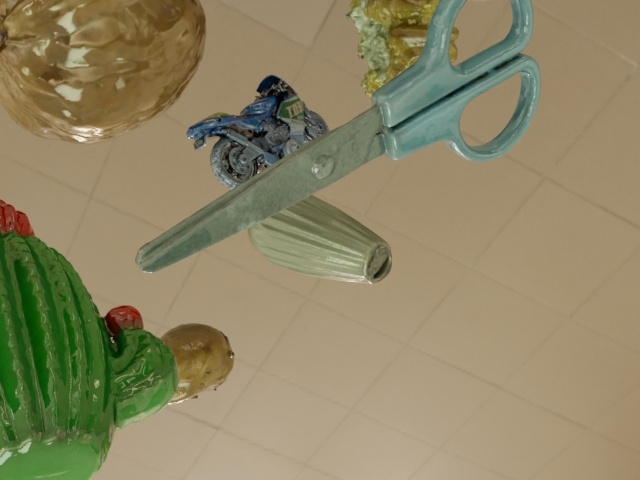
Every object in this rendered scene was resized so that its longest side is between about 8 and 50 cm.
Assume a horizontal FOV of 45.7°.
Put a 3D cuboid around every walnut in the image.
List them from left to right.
[{"bbox_3d":[-0.275,-0.274,0.910,0.285,0.285,0.296,-29,94,24],"label":"walnut"}]

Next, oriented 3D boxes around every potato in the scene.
[{"bbox_3d":[-0.223,0.205,1.283,0.137,0.176,0.137,3,98,21],"label":"potato"}]

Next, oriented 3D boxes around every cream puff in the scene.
[{"bbox_3d":[0.159,-0.348,1.324,0.195,0.194,0.220,-12,101,15],"label":"cream puff"}]

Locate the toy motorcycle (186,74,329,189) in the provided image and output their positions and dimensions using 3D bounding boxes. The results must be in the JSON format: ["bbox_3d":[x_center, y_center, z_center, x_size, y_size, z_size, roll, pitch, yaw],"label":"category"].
[{"bbox_3d":[-0.082,-0.161,1.088,0.092,0.254,0.135,-24,97,43],"label":"toy motorcycle"}]

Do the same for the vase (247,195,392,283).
[{"bbox_3d":[0.000,0.000,1.169,0.248,0.128,0.128,21,136,41],"label":"vase"}]

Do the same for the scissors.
[{"bbox_3d":[0.032,-0.088,0.689,0.447,0.029,0.192,-31,128,-20],"label":"scissors"}]

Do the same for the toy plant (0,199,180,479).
[{"bbox_3d":[-0.193,0.049,0.437,0.240,0.155,0.088,33,127,26],"label":"toy plant"}]
